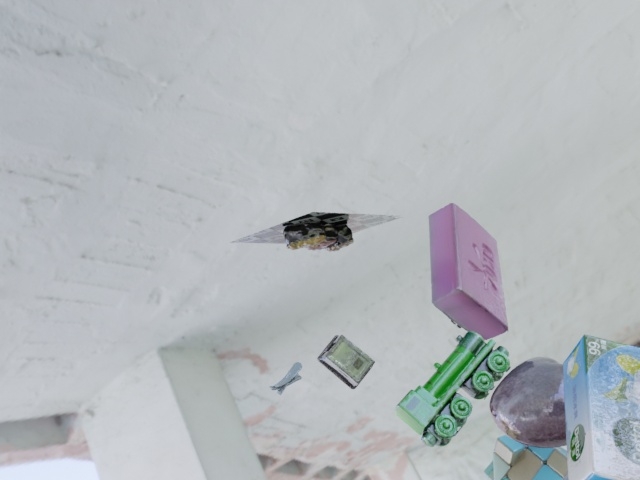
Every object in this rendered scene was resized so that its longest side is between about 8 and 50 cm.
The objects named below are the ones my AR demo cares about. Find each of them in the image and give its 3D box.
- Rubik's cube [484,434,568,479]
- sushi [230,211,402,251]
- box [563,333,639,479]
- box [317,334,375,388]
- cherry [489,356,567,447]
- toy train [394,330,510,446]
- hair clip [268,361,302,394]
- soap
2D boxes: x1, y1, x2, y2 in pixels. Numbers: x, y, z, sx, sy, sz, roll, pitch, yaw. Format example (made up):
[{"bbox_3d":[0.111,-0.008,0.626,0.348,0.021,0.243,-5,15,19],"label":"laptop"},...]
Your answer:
[{"bbox_3d":[0.544,0.575,1.621,0.265,0.213,0.224,37,-90,-38],"label":"Rubik's cube"},{"bbox_3d":[0.000,0.000,1.367,0.264,0.050,0.290,-18,-12,40],"label":"sushi"},{"bbox_3d":[0.379,0.224,0.793,0.139,0.194,0.073,13,-43,4],"label":"box"},{"bbox_3d":[0.045,0.203,1.106,0.060,0.084,0.063,-49,-6,-14],"label":"box"},{"bbox_3d":[0.379,0.279,1.107,0.176,0.140,0.176,-23,17,8],"label":"cherry"},{"bbox_3d":[0.258,0.278,1.247,0.251,0.119,0.085,-43,-22,-24],"label":"toy train"},{"bbox_3d":[-0.071,0.287,1.359,0.115,0.030,0.039,-27,-49,-66],"label":"hair clip"},{"bbox_3d":[0.319,0.064,1.417,0.081,0.259,0.181,-31,-55,34],"label":"soap"}]
